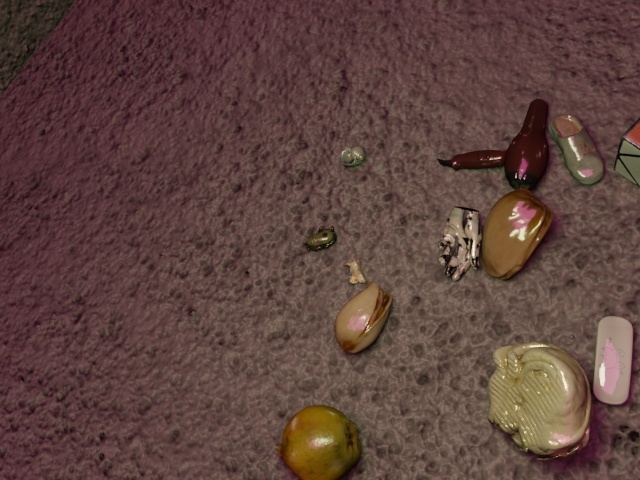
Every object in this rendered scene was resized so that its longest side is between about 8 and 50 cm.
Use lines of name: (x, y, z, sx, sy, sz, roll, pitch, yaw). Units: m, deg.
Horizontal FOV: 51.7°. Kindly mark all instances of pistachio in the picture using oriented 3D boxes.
pistachio: (0.125, 0.228, 1.927, 0.144, 0.144, 0.215, 30, 83, 24)
pistachio: (0.545, -0.022, 1.897, 0.260, 0.162, 0.213, -57, 24, 11)

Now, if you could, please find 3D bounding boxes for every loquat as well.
loquat: (-0.019, 0.564, 1.811, 0.246, 0.213, 0.213, -17, 65, 22)

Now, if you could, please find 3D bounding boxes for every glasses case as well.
glasses case: (0.772, 0.316, 1.742, 0.092, 0.059, 0.233, 8, 73, 18)

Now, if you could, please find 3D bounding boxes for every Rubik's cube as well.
Rubik's cube: (0.969, -0.253, 1.824, 0.205, 0.205, 0.207, -46, 63, -5)

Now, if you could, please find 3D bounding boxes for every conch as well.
conch: (0.110, -0.276, 2.171, 0.076, 0.056, 0.085, -60, 35, 8)

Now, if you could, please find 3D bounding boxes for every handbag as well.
handbag: (0.000, 0.000, 2.100, 0.111, 0.047, 0.072, -22, 64, 5)

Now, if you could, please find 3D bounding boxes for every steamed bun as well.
steamed bun: (0.585, 0.401, 1.681, 0.268, 0.207, 0.280, 5, 89, 58)

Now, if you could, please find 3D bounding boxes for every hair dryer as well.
hair dryer: (0.532, -0.291, 2.043, 0.340, 0.123, 0.313, 0, 58, 28)

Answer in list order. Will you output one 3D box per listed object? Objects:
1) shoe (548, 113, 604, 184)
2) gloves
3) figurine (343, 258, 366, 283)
shoe: (0.758, -0.286, 1.957, 0.103, 0.100, 0.251, -24, 62, 6)
gloves: (0.415, 0.012, 1.947, 0.127, 0.111, 0.212, 11, 102, 15)
figurine: (0.106, 0.100, 2.037, 0.050, 0.047, 0.083, -27, 71, 22)
